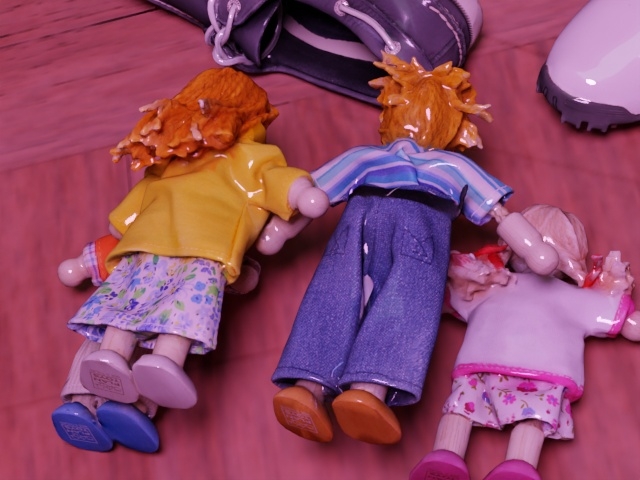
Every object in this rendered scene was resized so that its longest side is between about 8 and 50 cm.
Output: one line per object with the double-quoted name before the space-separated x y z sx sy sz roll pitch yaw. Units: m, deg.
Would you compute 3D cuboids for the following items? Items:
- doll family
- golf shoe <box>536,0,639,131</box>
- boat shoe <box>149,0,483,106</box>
"doll family" 0.000 0.000 0.676 0.263 0.118 0.163 6 57 18
"golf shoe" 0.177 -0.128 0.740 0.198 0.094 0.077 -34 56 -9
"boat shoe" -0.028 -0.114 0.793 0.206 0.075 0.065 18 58 19
